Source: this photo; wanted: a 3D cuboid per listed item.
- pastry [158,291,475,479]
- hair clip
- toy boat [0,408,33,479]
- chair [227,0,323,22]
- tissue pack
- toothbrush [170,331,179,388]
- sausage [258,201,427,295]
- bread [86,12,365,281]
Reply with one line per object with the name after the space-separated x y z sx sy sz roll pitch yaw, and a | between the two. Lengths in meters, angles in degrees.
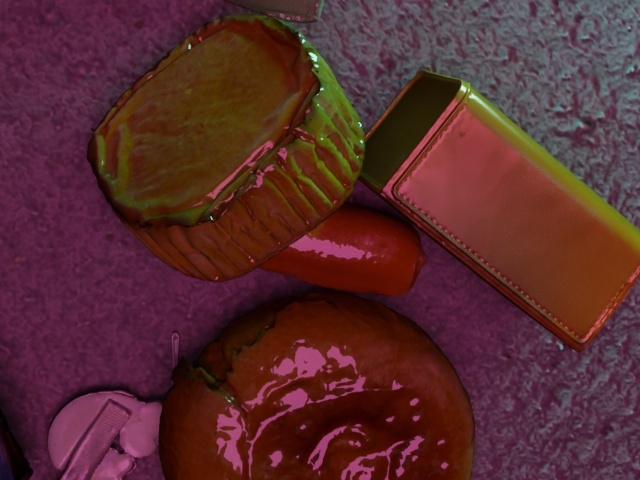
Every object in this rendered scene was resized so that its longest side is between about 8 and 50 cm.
0.000 0.223 1.258 0.356 0.164 0.356 -1 97 -11 | pastry
-0.246 0.228 1.278 0.116 0.049 0.172 33 91 -19 | hair clip
-0.409 0.169 1.192 0.142 0.129 0.309 -27 105 -17 | toy boat
-0.014 -0.374 1.105 0.160 0.186 0.319 15 98 -17 | chair
0.183 -0.036 1.207 0.274 0.194 0.145 37 95 -16 | tissue pack
-0.161 0.165 1.293 0.011 0.013 0.131 -2 103 -19 | toothbrush
0.000 0.000 1.238 0.238 0.098 0.098 14 101 -11 | sausage
-0.090 -0.092 1.141 0.253 0.227 0.142 -37 140 -5 | bread
